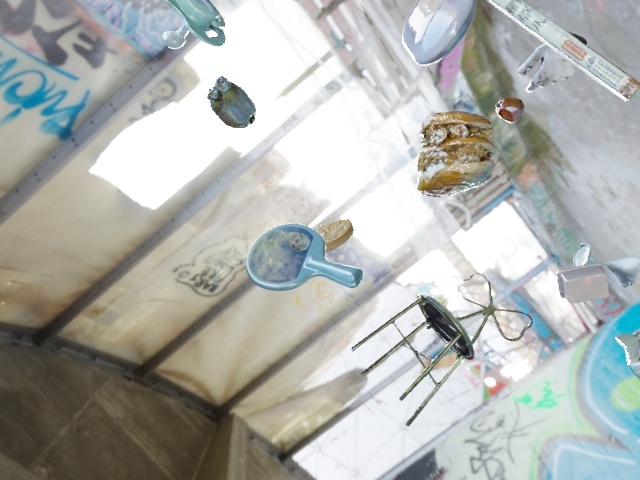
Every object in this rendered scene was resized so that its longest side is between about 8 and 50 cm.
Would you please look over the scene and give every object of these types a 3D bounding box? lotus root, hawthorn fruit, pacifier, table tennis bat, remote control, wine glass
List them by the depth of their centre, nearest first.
[{"bbox_3d":[-0.236,-0.391,0.972,0.150,0.116,0.127,44,-146,-12],"label":"pacifier"},{"bbox_3d":[-0.031,0.039,0.990,0.237,0.149,0.038,17,148,30],"label":"table tennis bat"},{"bbox_3d":[-0.187,-0.285,1.134,0.088,0.088,0.165,54,-173,20],"label":"lotus root"},{"bbox_3d":[0.315,-0.595,1.483,0.103,0.221,0.332,26,-151,-20],"label":"remote control"},{"bbox_3d":[0.539,-0.372,1.554,0.077,0.077,0.077,50,-172,-9],"label":"hawthorn fruit"},{"bbox_3d":[0.974,0.077,1.866,0.182,0.122,0.122,19,-169,-3],"label":"wine glass"}]

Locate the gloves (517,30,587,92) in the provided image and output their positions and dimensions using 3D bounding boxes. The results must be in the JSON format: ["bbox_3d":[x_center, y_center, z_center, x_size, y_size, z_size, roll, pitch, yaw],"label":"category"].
[{"bbox_3d":[0.669,-0.502,1.591,0.212,0.127,0.111,111,149,-50],"label":"gloves"}]

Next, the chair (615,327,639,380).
[{"bbox_3d":[0.489,0.156,0.699,0.136,0.147,0.270,58,-161,17],"label":"chair"}]

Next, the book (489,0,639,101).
[{"bbox_3d":[0.441,-0.409,1.065,0.428,0.039,0.300,45,-150,15],"label":"book"}]

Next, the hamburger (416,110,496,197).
[{"bbox_3d":[0.383,-0.243,1.571,0.245,0.260,0.212,1,-100,-30],"label":"hamburger"}]

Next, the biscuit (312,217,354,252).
[{"bbox_3d":[0.000,0.000,1.375,0.142,0.220,0.029,12,125,53],"label":"biscuit"}]

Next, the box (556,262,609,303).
[{"bbox_3d":[0.704,0.118,1.461,0.062,0.122,0.089,-72,-32,-68],"label":"box"}]

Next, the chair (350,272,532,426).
[{"bbox_3d":[0.225,0.163,0.994,0.160,0.325,0.170,45,166,35],"label":"chair"}]
